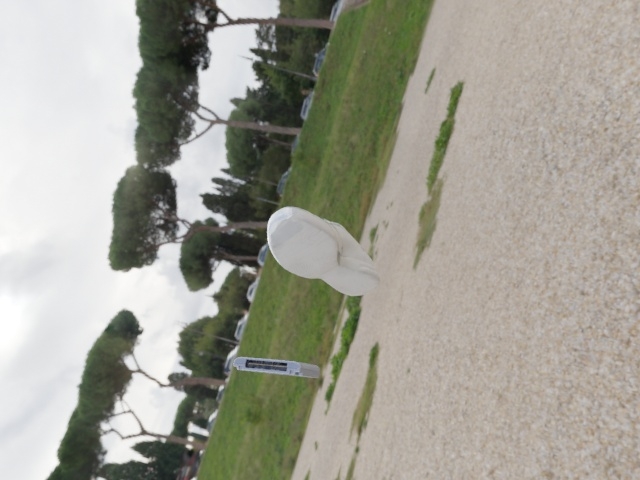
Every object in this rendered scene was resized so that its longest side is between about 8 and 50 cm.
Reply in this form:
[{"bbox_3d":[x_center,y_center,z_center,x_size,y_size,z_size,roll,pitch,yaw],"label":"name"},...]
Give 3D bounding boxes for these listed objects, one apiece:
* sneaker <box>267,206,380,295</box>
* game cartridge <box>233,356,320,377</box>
[{"bbox_3d":[0.000,0.000,0.647,0.212,0.080,0.094,37,-149,-47],"label":"sneaker"},{"bbox_3d":[-0.046,0.140,0.531,0.056,0.083,0.017,41,-128,-57],"label":"game cartridge"}]
